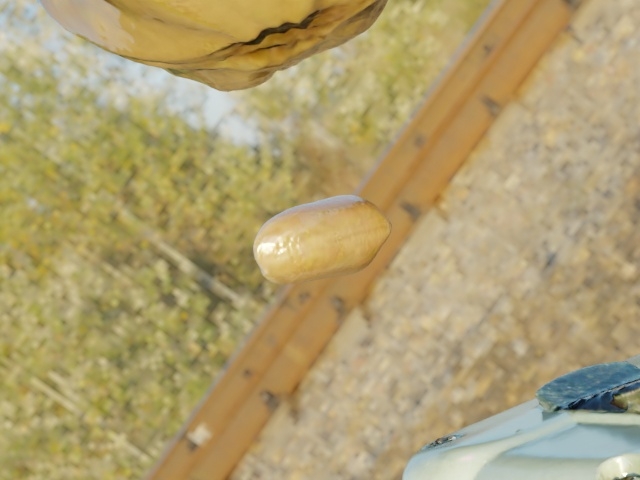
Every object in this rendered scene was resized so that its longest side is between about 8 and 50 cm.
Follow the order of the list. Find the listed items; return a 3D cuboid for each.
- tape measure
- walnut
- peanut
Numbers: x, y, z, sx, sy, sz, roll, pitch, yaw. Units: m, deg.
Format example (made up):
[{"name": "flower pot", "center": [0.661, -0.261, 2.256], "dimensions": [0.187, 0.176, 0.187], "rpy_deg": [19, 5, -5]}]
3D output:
[{"name": "tape measure", "center": [0.180, 0.116, 0.793], "dimensions": [0.243, 0.125, 0.246], "rpy_deg": [-18, 3, -30]}, {"name": "walnut", "center": [-0.090, -0.314, 1.280], "dimensions": [0.383, 0.384, 0.383], "rpy_deg": [-54, 3, 4]}, {"name": "peanut", "center": [0.000, 0.000, 1.506], "dimensions": [0.152, 0.076, 0.076], "rpy_deg": [-14, -22, -33]}]
